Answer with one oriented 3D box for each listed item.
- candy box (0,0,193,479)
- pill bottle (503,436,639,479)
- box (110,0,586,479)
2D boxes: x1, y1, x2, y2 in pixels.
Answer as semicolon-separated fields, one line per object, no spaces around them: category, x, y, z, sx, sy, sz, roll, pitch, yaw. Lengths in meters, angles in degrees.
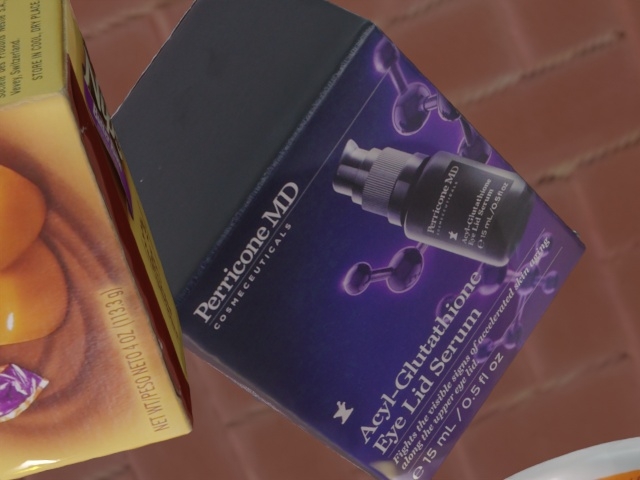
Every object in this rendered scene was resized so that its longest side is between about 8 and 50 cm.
candy box;-0.134;0.017;0.430;0.186;0.053;0.109;-14;129;2
pill bottle;0.150;0.202;0.768;0.121;0.121;0.221;-11;70;-4
box;0.000;0.000;0.814;0.153;0.108;0.207;-56;136;-5
